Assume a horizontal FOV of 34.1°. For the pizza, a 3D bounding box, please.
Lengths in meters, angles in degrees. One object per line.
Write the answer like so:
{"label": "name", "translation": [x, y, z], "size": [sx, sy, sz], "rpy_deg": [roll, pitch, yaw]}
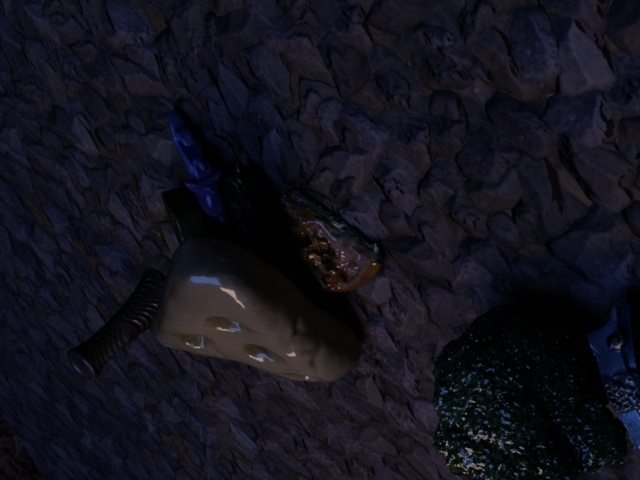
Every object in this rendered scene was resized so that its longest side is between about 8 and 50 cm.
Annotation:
{"label": "pizza", "translation": [0.000, 0.000, 1.624], "size": [0.195, 0.052, 0.185], "rpy_deg": [51, 143, -6]}

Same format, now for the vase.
{"label": "vase", "translation": [-0.390, 0.172, 2.059], "size": [0.115, 0.237, 0.115], "rpy_deg": [29, 143, 25]}

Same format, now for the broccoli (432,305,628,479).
{"label": "broccoli", "translation": [0.275, 0.218, 1.397], "size": [0.245, 0.265, 0.294], "rpy_deg": [25, -163, -23]}

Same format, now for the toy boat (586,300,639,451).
{"label": "toy boat", "translation": [0.417, 0.185, 1.295], "size": [0.098, 0.109, 0.238], "rpy_deg": [-26, 97, 25]}

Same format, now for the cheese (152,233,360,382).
{"label": "cheese", "translation": [-0.095, 0.111, 1.645], "size": [0.351, 0.130, 0.328], "rpy_deg": [14, 154, 0]}

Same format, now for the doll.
{"label": "doll", "translation": [-0.199, -0.118, 1.705], "size": [0.206, 0.067, 0.110], "rpy_deg": [65, 169, -14]}

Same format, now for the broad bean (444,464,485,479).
{"label": "broad bean", "translation": [0.324, 0.508, 1.791], "size": [0.098, 0.056, 0.318], "rpy_deg": [-10, 112, 59]}

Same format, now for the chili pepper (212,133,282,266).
{"label": "chili pepper", "translation": [-0.103, -0.037, 1.687], "size": [0.122, 0.065, 0.279], "rpy_deg": [38, 145, 51]}

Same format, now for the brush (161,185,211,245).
{"label": "brush", "translation": [-0.215, 0.007, 1.818], "size": [0.123, 0.059, 0.197], "rpy_deg": [-128, 17, -56]}
